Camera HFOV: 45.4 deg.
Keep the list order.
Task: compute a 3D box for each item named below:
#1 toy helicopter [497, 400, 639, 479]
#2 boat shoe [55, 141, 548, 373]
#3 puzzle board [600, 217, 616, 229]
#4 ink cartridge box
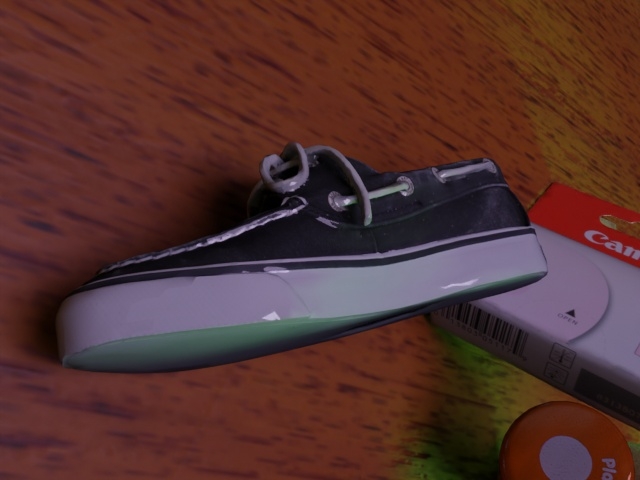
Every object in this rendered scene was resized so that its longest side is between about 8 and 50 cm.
[{"bbox_3d":[0.153,0.295,0.476,0.355,0.235,0.140,-51,155,-15],"label":"toy helicopter"},{"bbox_3d":[0.002,-0.001,0.427,0.306,0.113,0.104,-10,76,-30],"label":"boat shoe"},{"bbox_3d":[0.252,0.035,0.726,0.096,0.011,0.128,16,73,-39],"label":"puzzle board"},{"bbox_3d":[0.220,0.022,0.584,0.232,0.189,0.066,-44,147,-35],"label":"ink cartridge box"}]
